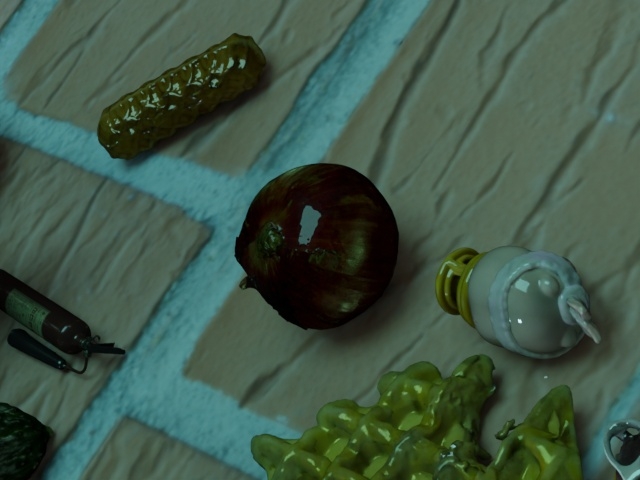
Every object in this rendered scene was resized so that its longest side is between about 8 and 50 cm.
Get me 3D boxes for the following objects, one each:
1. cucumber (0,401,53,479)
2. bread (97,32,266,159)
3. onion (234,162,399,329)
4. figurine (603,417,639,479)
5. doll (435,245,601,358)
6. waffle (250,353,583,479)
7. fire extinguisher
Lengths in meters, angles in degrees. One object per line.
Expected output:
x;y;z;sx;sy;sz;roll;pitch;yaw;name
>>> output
-0.350;0.169;1.369;0.096;0.359;0.096;13;107;47;cucumber
-0.114;-0.117;1.585;0.157;0.044;0.052;-29;49;16;bread
0.000;0.000;1.353;0.118;0.118;0.117;-40;64;4;onion
0.270;0.109;1.058;0.240;0.116;0.175;-30;45;6;figurine
0.140;0.035;1.255;0.084;0.073;0.127;-29;30;-34;doll
0.049;0.180;1.203;0.250;0.056;0.261;-22;43;17;waffle
-0.220;0.068;1.526;0.049;0.035;0.173;-50;39;-13;fire extinguisher
